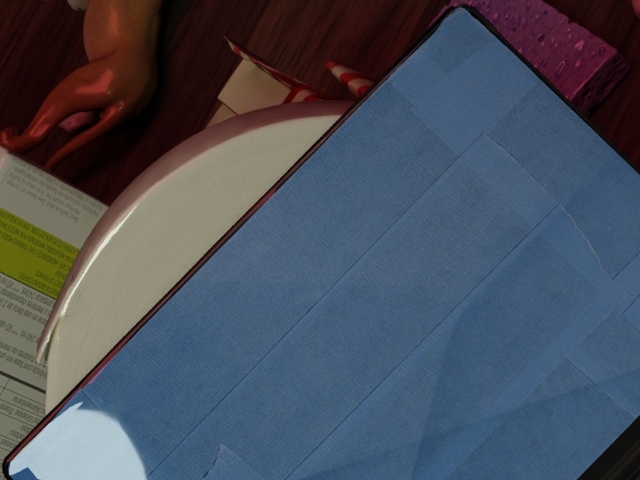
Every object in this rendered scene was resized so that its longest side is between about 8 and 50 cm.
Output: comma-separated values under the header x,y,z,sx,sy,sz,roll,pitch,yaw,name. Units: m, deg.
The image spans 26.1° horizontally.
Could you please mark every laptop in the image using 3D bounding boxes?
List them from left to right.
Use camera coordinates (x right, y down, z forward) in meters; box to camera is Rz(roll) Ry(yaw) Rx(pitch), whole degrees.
x,y,z,sx,sy,sz,roll,pitch,yaw,name
0.095,0.139,0.681,0.382,0.236,0.408,-46,33,0,laptop

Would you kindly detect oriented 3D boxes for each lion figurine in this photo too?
x,y,z,sx,sy,sz,roll,pitch,yaw,name
-0.240,-0.247,1.620,0.240,0.142,0.392,-10,73,33,lion figurine

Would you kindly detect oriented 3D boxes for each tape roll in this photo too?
x,y,z,sx,sy,sz,roll,pitch,yaw,name
0.009,0.100,0.929,0.392,0.392,0.072,-52,15,7,tape roll

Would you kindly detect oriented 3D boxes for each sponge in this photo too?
x,y,z,sx,sy,sz,roll,pitch,yaw,name
0.165,-0.157,1.206,0.117,0.031,0.210,-50,40,9,sponge

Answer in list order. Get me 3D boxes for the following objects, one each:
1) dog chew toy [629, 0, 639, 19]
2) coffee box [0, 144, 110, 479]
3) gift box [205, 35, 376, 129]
x,y,z,sx,sy,sz,roll,pitch,yaw,name
0.303,-0.322,1.054,0.206,0.206,0.332,11,82,48,dog chew toy
-0.305,0.100,1.279,0.337,0.338,0.334,23,83,50,coffee box
0.000,0.000,1.102,0.258,0.255,0.276,-55,43,6,gift box
